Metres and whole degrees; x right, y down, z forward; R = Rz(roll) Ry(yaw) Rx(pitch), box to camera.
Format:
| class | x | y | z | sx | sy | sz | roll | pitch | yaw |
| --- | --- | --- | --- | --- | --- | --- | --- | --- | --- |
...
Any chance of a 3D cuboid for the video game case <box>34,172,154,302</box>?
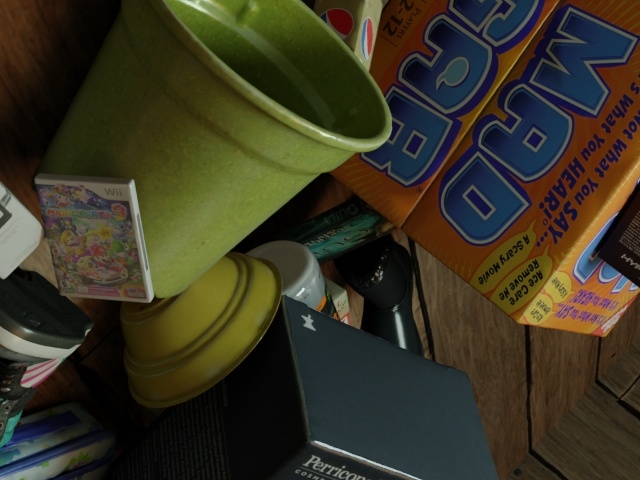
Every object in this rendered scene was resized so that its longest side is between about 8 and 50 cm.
| class | x | y | z | sx | sy | sz | roll | pitch | yaw |
| --- | --- | --- | --- | --- | --- | --- | --- | --- | --- |
| video game case | -0.193 | -0.001 | 1.165 | 0.011 | 0.087 | 0.122 | -67 | 157 | -54 |

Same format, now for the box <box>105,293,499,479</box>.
| class | x | y | z | sx | sy | sz | roll | pitch | yaw |
| --- | --- | --- | --- | --- | --- | --- | --- | --- | --- |
| box | -0.036 | 0.298 | 1.578 | 0.293 | 0.212 | 0.395 | 25 | 124 | -31 |

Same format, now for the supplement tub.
| class | x | y | z | sx | sy | sz | roll | pitch | yaw |
| --- | --- | --- | --- | --- | --- | --- | --- | --- | --- |
| supplement tub | -0.034 | 0.104 | 1.626 | 0.117 | 0.117 | 0.190 | -40 | 132 | -21 |

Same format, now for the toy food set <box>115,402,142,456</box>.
| class | x | y | z | sx | sy | sz | roll | pitch | yaw |
| --- | --- | --- | --- | --- | --- | --- | --- | --- | --- |
| toy food set | -0.232 | 0.244 | 1.742 | 0.078 | 0.019 | 0.122 | -28 | 147 | -38 |

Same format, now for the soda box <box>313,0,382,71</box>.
| class | x | y | z | sx | sy | sz | roll | pitch | yaw |
| --- | --- | --- | --- | --- | --- | --- | --- | --- | --- |
| soda box | 0.016 | -0.185 | 1.419 | 0.061 | 0.058 | 0.181 | 56 | 42 | -63 |

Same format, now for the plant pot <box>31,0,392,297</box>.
| class | x | y | z | sx | sy | sz | roll | pitch | yaw |
| --- | --- | --- | --- | --- | --- | --- | --- | --- | --- |
| plant pot | -0.120 | -0.095 | 1.227 | 0.254 | 0.276 | 0.276 | -48 | 157 | 24 |

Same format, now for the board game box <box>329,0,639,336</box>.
| class | x | y | z | sx | sy | sz | roll | pitch | yaw |
| --- | --- | --- | --- | --- | --- | --- | --- | --- | --- |
| board game box | 0.267 | -0.135 | 1.648 | 0.357 | 0.356 | 0.356 | -56 | 155 | 11 |

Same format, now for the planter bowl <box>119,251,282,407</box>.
| class | x | y | z | sx | sy | sz | roll | pitch | yaw |
| --- | --- | --- | --- | --- | --- | --- | --- | --- | --- |
| planter bowl | -0.155 | 0.072 | 1.499 | 0.217 | 0.217 | 0.090 | -46 | 119 | -9 |

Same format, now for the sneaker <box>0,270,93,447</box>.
| class | x | y | z | sx | sy | sz | roll | pitch | yaw |
| --- | --- | --- | --- | --- | --- | --- | --- | --- | --- |
| sneaker | -0.317 | 0.117 | 1.261 | 0.178 | 0.124 | 0.295 | -49 | 178 | -2 |

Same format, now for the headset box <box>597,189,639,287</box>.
| class | x | y | z | sx | sy | sz | roll | pitch | yaw |
| --- | --- | --- | --- | --- | --- | --- | --- | --- | --- |
| headset box | 0.460 | -0.077 | 1.493 | 0.218 | 0.110 | 0.293 | -7 | 132 | -56 |

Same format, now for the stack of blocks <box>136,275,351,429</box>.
| class | x | y | z | sx | sy | sz | roll | pitch | yaw |
| --- | --- | --- | --- | --- | --- | --- | --- | --- | --- |
| stack of blocks | -0.090 | 0.186 | 1.778 | 0.297 | 0.087 | 0.171 | -38 | 143 | -26 |

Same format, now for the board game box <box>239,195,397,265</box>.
| class | x | y | z | sx | sy | sz | roll | pitch | yaw |
| --- | --- | --- | --- | --- | --- | --- | --- | --- | --- |
| board game box | 0.000 | 0.000 | 1.676 | 0.186 | 0.026 | 0.126 | -25 | 163 | 23 |

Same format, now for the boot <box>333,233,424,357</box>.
| class | x | y | z | sx | sy | sz | roll | pitch | yaw |
| --- | --- | --- | --- | --- | --- | --- | --- | --- | --- |
| boot | 0.074 | 0.088 | 1.836 | 0.207 | 0.094 | 0.247 | 47 | 41 | -65 |

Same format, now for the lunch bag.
| class | x | y | z | sx | sy | sz | roll | pitch | yaw |
| --- | --- | --- | --- | --- | --- | --- | --- | --- | --- |
| lunch bag | -0.340 | 0.280 | 1.539 | 0.219 | 0.090 | 0.176 | -13 | 134 | -53 |

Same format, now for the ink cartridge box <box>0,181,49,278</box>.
| class | x | y | z | sx | sy | sz | roll | pitch | yaw |
| --- | --- | --- | --- | --- | --- | --- | --- | --- | --- |
| ink cartridge box | -0.309 | -0.050 | 1.120 | 0.060 | 0.104 | 0.180 | -45 | 154 | -7 |
